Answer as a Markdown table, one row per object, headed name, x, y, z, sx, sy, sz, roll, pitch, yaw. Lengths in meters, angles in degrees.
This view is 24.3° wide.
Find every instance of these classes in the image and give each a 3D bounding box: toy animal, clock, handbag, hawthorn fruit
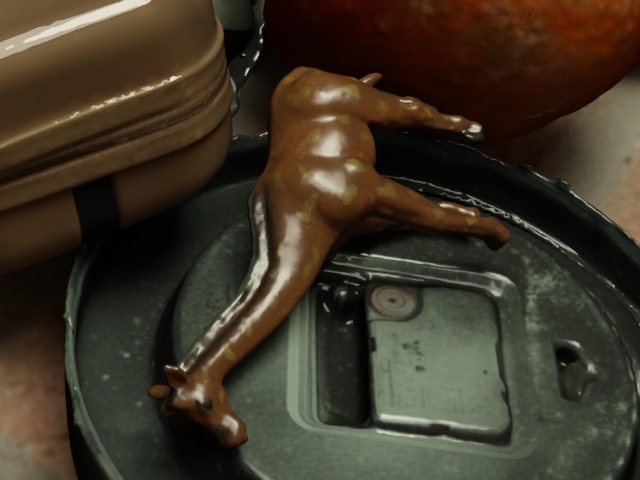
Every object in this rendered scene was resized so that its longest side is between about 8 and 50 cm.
| name | x | y | z | sx | sy | sz | roll | pitch | yaw |
| --- | --- | --- | --- | --- | --- | --- | --- | --- | --- |
| toy animal | 0.000 | 0.000 | 0.818 | 0.229 | 0.066 | 0.224 | -2 | 65 | -30 |
| clock | 0.043 | 0.084 | 0.842 | 0.386 | 0.076 | 0.386 | 8 | 45 | -8 |
| handbag | -0.160 | -0.125 | 0.886 | 0.283 | 0.149 | 0.302 | -22 | 35 | -17 |
| hawthorn fruit | 0.085 | -0.190 | 0.998 | 0.284 | 0.284 | 0.284 | 7 | 44 | -7 |

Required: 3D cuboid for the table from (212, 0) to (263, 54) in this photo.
| name | x | y | z | sx | sy | sz | roll | pitch | yaw |
| --- | --- | --- | --- | --- | --- | --- | --- | --- | --- |
| table | -0.084 | -0.202 | 1.078 | 0.133 | 0.043 | 0.133 | 14 | 62 | -27 |
